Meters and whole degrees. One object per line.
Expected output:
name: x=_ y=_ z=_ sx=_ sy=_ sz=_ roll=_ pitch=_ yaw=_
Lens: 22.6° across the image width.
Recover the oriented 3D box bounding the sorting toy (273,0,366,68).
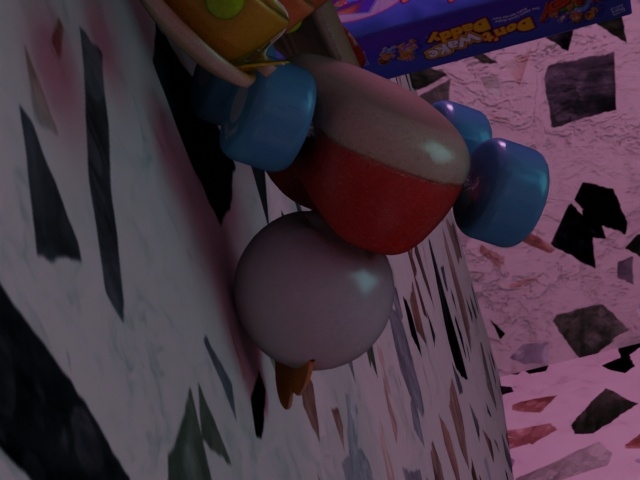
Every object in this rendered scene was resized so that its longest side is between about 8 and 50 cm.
sorting toy: x=-0.044 y=-0.224 z=1.244 sx=0.229 sy=0.041 sz=0.307 roll=47 pitch=-8 yaw=32

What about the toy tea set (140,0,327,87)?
toy tea set: x=-0.056 y=-0.203 z=0.934 sx=0.200 sy=0.124 sz=0.336 roll=45 pitch=11 yaw=-4

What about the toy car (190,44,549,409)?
toy car: x=0.000 y=0.000 z=1.135 sx=0.238 sy=0.219 sz=0.210 roll=-68 pitch=-158 yaw=12

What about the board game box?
board game box: x=0.102 y=-0.285 z=1.550 sx=0.078 sy=0.347 sz=0.233 roll=62 pitch=16 yaw=-59
